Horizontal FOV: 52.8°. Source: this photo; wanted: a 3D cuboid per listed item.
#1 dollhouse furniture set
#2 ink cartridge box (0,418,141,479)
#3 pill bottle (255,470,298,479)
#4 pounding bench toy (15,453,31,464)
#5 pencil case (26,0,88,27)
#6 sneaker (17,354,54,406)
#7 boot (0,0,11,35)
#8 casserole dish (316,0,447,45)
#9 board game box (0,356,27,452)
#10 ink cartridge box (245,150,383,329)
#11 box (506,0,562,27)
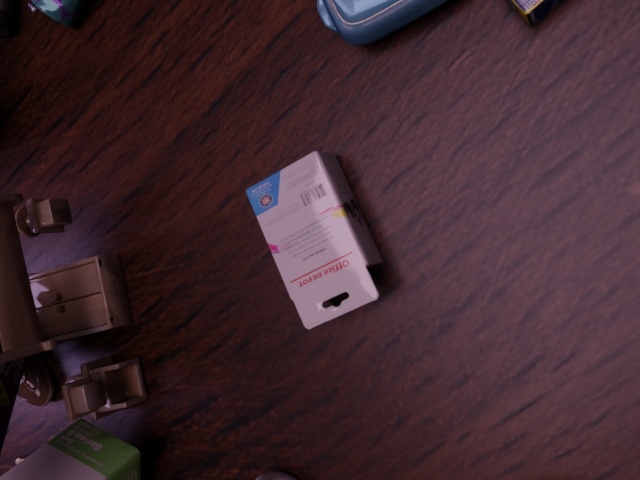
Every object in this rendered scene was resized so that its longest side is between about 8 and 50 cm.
[{"bbox_3d":[-0.417,0.111,0.782,0.174,0.356,0.303,-15,87,24],"label":"dollhouse furniture set"},{"bbox_3d":[-0.354,0.386,0.786,0.115,0.273,0.198,20,117,22],"label":"ink cartridge box"},{"bbox_3d":[-0.073,0.368,0.788,0.086,0.086,0.152,32,104,19],"label":"pill bottle"},{"bbox_3d":[-0.407,0.345,0.951,0.083,0.052,0.065,-16,86,23],"label":"pounding bench toy"},{"bbox_3d":[-0.338,-0.372,0.887,0.070,0.064,0.151,41,107,0],"label":"pencil case"},{"bbox_3d":[-0.480,0.181,0.966,0.188,0.071,0.066,43,107,17],"label":"sneaker"},{"bbox_3d":[-0.562,-0.398,0.987,0.247,0.083,0.161,5,87,18],"label":"boot"},{"bbox_3d":[0.075,-0.291,0.689,0.188,0.037,0.114,-25,87,20],"label":"casserole dish"},{"bbox_3d":[-0.436,0.155,0.741,0.056,0.347,0.208,-22,114,-8],"label":"board game box"},{"bbox_3d":[0.000,0.000,0.755,0.104,0.062,0.181,-27,81,23],"label":"ink cartridge box"},{"bbox_3d":[0.256,-0.295,0.636,0.169,0.054,0.059,-41,76,20],"label":"box"}]
